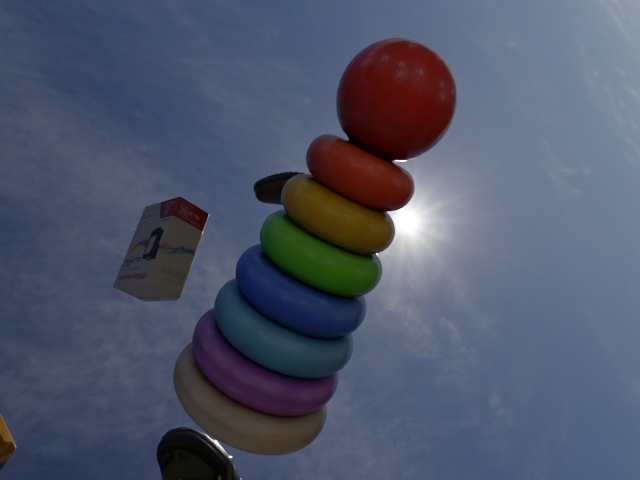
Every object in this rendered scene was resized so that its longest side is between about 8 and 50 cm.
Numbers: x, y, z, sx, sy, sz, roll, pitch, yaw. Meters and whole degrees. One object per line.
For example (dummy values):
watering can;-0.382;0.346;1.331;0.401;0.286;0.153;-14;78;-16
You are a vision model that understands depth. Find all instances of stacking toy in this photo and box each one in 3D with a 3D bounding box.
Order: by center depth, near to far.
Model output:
stacking toy;0.000;0.000;0.386;0.141;0.330;0.141;23;-166;-6

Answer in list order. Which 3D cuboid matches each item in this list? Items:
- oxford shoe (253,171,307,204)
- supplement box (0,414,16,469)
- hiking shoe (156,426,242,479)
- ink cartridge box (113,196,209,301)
oxford shoe;-0.027;-0.065;0.852;0.083;0.227;0.096;49;-125;-60
supplement box;-0.466;0.226;0.501;0.191;0.194;0.129;43;-169;25
hiking shoe;-0.132;0.317;0.516;0.226;0.086;0.114;64;-170;15
ink cartridge box;-0.296;0.018;0.892;0.072;0.127;0.175;36;-123;-41
